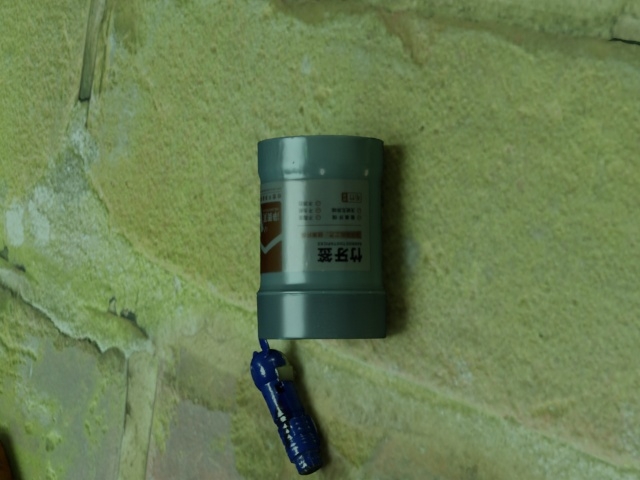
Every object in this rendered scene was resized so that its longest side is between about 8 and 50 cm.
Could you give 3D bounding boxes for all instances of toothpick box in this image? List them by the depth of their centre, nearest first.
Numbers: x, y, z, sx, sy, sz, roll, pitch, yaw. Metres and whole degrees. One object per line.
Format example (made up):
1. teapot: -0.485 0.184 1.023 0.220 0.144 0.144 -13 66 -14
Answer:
1. toothpick box: 0.000 0.000 1.312 0.101 0.101 0.153 -5 85 51

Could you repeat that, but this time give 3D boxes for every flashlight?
1. flashlight: -0.026 0.134 1.397 0.057 0.035 0.121 108 141 -58

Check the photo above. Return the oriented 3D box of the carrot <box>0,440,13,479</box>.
1. carrot: -0.323 0.292 1.750 0.061 0.061 0.256 -52 56 37
